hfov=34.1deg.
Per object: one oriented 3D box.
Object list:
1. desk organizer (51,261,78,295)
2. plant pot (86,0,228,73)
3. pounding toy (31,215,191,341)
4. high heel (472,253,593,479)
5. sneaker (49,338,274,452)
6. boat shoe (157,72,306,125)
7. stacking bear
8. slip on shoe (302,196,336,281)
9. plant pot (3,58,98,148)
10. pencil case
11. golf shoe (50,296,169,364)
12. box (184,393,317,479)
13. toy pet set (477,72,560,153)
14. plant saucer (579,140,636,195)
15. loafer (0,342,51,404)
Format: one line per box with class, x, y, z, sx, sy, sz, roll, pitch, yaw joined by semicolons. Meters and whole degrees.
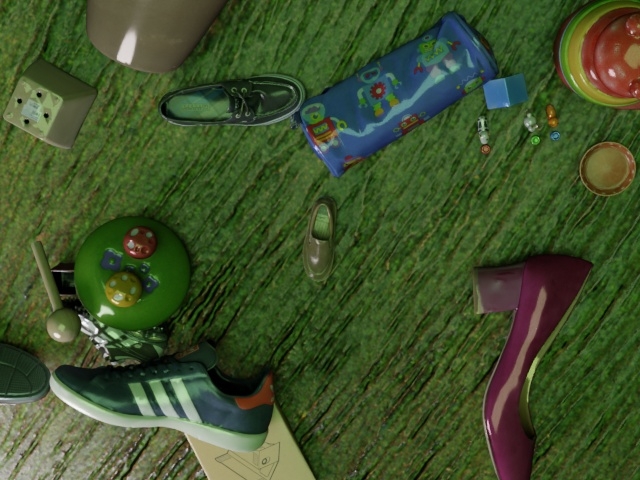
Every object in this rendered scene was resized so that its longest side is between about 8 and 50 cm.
desk organizer;-0.365;0.063;1.676;0.130;0.050;0.047;0;101;5
plant pot;-0.235;-0.375;1.497;0.263;0.263;0.229;28;121;-1
pounding toy;-0.315;0.050;1.597;0.237;0.110;0.183;-13;82;-11
high heel;0.339;0.212;1.594;0.181;0.127;0.377;-5;98;17
sneaker;-0.238;0.215;1.630;0.350;0.131;0.148;14;101;-13
boat shoe;-0.138;-0.211;1.586;0.229;0.076;0.080;-1;101;6
stacking bear;0.414;-0.255;1.415;0.164;0.289;0.175;0;101;5
slip on shoe;0.000;0.000;1.633;0.051;0.041;0.135;12;102;3
plant pot;-0.425;-0.207;1.604;0.109;0.096;0.109;29;102;-1
pencil case;0.108;-0.220;1.541;0.306;0.119;0.133;-31;68;11
golf shoe;-0.347;0.154;1.680;0.198;0.077;0.094;18;103;3
box;-0.120;0.347;1.725;0.164;0.021;0.201;-25;97;10
toy pet set;0.292;-0.190;1.555;0.122;0.065;0.114;-12;100;7
plant saucer;0.436;-0.109;1.584;0.083;0.013;0.083;1;102;6
loafer;-0.571;0.220;1.723;0.268;0.084;0.096;10;60;2
